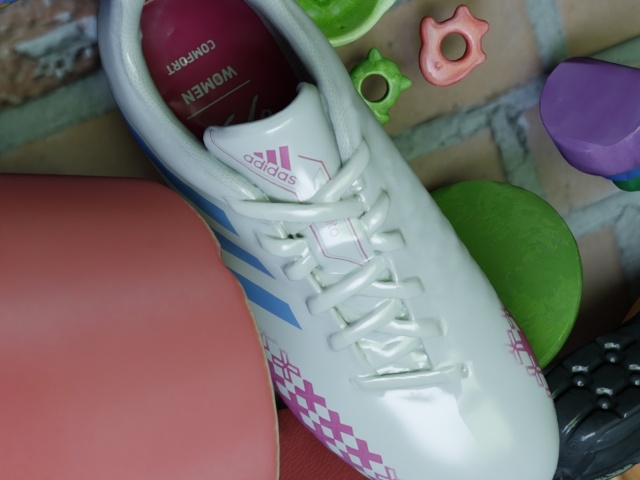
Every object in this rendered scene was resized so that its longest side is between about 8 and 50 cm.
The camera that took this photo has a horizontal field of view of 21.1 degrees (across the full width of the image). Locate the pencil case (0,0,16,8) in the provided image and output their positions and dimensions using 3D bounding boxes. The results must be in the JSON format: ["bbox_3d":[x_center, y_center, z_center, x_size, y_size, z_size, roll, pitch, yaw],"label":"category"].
[{"bbox_3d":[-0.192,-0.148,0.755,0.306,0.133,0.119,-29,156,-15],"label":"pencil case"}]

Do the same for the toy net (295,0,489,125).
[{"bbox_3d":[0.083,-0.160,0.888,0.232,0.045,0.122,-35,103,1],"label":"toy net"}]

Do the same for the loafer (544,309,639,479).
[{"bbox_3d":[0.206,0.070,0.976,0.223,0.076,0.078,-27,148,-24],"label":"loafer"}]

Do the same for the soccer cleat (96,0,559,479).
[{"bbox_3d":[0.000,0.000,0.805,0.116,0.143,0.331,-36,90,-5],"label":"soccer cleat"}]

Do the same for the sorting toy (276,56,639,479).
[{"bbox_3d":[0.084,0.068,0.958,0.365,0.127,0.126,-54,146,-8],"label":"sorting toy"}]

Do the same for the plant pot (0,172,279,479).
[{"bbox_3d":[-0.169,0.086,0.753,0.243,0.275,0.275,-12,107,-30],"label":"plant pot"}]

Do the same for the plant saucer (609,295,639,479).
[{"bbox_3d":[0.250,0.093,1.056,0.200,0.037,0.200,-6,104,-24],"label":"plant saucer"}]
